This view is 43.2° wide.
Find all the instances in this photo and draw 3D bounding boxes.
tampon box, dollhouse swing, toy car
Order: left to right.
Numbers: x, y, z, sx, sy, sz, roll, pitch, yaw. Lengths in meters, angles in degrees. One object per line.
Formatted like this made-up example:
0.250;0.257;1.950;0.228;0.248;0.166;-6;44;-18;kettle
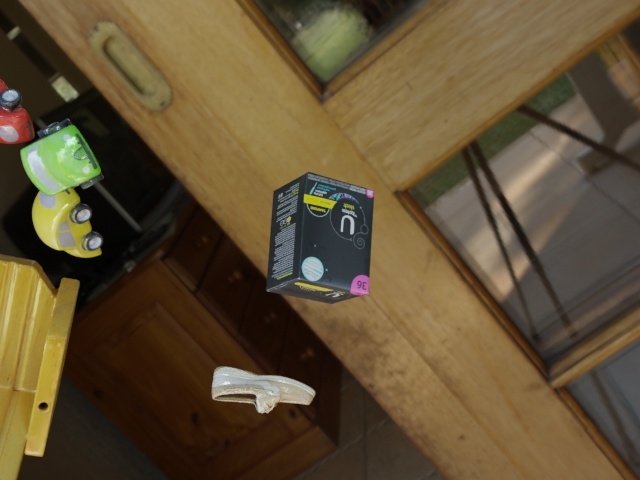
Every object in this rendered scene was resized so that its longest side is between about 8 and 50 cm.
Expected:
-0.548;0.207;1.109;0.305;0.347;0.315;-111;36;-67;dollhouse swing
-0.270;-0.074;0.777;0.053;0.239;0.225;-35;18;-24;toy car
0.000;0.000;1.188;0.101;0.121;0.160;-23;59;56;tampon box

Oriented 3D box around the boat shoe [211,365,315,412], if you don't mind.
-0.095;0.252;1.318;0.063;0.170;0.059;97;-176;-59;boat shoe
